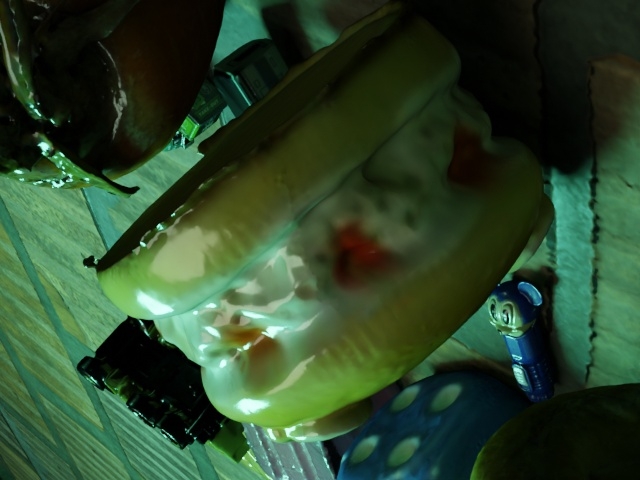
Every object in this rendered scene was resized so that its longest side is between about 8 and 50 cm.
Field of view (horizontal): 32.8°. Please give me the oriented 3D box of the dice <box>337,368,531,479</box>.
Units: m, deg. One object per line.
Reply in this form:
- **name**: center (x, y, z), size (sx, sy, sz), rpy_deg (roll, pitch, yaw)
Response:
- **dice**: center (0.111, 0.202, 0.905), size (0.143, 0.146, 0.146), rpy_deg (53, 152, -12)

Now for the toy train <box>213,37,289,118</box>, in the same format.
- **toy train**: center (0.002, -0.043, 0.862), size (0.055, 0.048, 0.252), rpy_deg (25, 151, 57)

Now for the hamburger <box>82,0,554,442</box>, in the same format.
- **hamburger**: center (0.000, 0.000, 0.692), size (0.186, 0.261, 0.302), rpy_deg (51, 155, -13)

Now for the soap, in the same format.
- **soap**: center (-0.020, 0.135, 1.050), size (0.182, 0.112, 0.289), rpy_deg (17, 139, 46)

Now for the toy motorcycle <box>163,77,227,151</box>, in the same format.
- **toy motorcycle**: center (-0.164, -0.152, 0.958), size (0.173, 0.058, 0.100), rpy_deg (46, 146, 3)

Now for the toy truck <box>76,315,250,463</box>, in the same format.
- **toy truck**: center (-0.183, 0.176, 1.347), size (0.257, 0.127, 0.127), rpy_deg (22, 157, 43)

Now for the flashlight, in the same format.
- **flashlight**: center (0.148, 0.075, 0.803), size (0.057, 0.035, 0.121), rpy_deg (18, 139, 45)

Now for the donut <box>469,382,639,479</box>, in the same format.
- **donut**: center (0.215, 0.184, 0.663), size (0.261, 0.208, 0.128), rpy_deg (12, 126, 39)

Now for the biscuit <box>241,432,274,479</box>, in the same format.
- **biscuit**: center (-0.060, 0.274, 1.387), size (0.162, 0.035, 0.250), rpy_deg (58, 154, -8)

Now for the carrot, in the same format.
- **carrot**: center (-0.167, -0.141, 0.741), size (0.214, 0.331, 0.193), rpy_deg (1, 127, 13)
